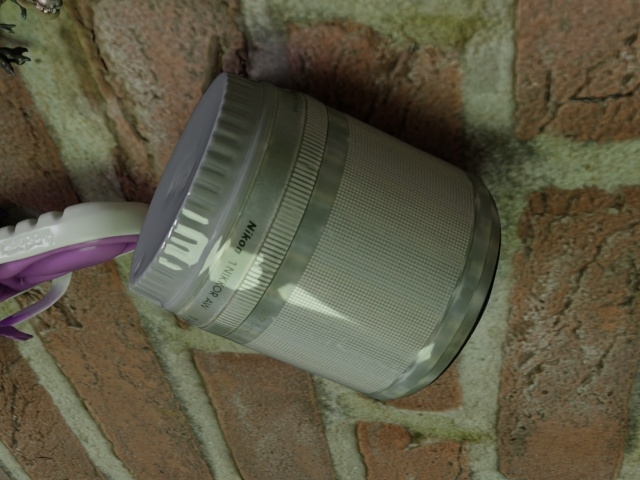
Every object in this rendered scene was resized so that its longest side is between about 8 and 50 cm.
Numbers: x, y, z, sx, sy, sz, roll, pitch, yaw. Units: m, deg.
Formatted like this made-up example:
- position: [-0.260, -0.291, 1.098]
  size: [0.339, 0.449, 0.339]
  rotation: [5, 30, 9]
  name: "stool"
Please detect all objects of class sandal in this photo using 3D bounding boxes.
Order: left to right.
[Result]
- position: [-0.343, 0.059, 1.133]
  size: [0.416, 0.102, 0.169]
  rotation: [-23, 165, 37]
  name: "sandal"

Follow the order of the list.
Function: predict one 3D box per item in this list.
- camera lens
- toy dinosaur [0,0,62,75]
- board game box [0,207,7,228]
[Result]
- position: [0.000, 0.000, 0.903]
  size: [0.274, 0.219, 0.219]
  rotation: [24, 143, -16]
  name: "camera lens"
- position: [-0.319, -0.189, 0.877]
  size: [0.268, 0.064, 0.118]
  rotation: [4, 137, 15]
  name: "toy dinosaur"
- position: [-0.455, -0.036, 1.136]
  size: [0.141, 0.048, 0.170]
  rotation: [-24, 132, 37]
  name: "board game box"
